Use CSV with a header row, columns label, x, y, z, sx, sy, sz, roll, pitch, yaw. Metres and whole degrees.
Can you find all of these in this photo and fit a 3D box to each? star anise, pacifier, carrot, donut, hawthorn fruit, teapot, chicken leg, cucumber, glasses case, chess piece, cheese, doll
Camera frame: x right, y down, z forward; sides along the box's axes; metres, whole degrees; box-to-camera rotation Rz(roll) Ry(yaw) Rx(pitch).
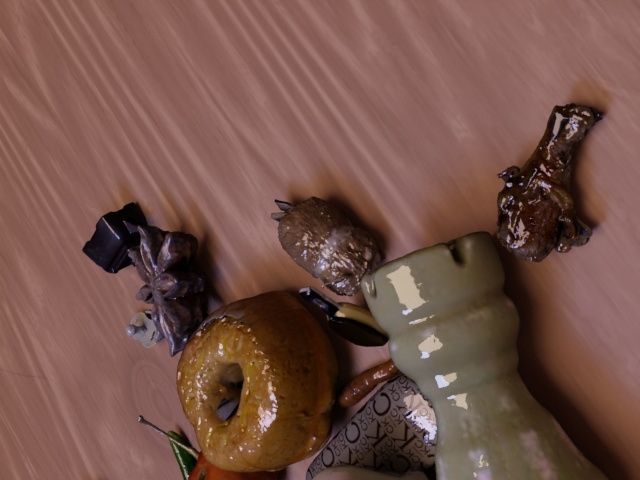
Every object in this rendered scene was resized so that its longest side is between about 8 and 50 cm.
label,x,y,z,sx,sy,sz,roll,pitch,yaw
star anise,-0.259,0.083,1.616,0.223,0.109,0.236,69,152,20
pacifier,-0.352,0.171,1.758,0.083,0.064,0.068,29,104,33
carrot,0.077,0.216,1.392,0.165,0.036,0.035,-44,72,39
donut,-0.108,0.236,1.477,0.299,0.150,0.317,32,119,44
hawthorn fruit,-0.209,0.405,1.617,0.285,0.165,0.165,28,121,22
teapot,-0.380,0.008,1.723,0.096,0.087,0.177,49,131,8
chicken leg,0.275,-0.070,1.099,0.125,0.080,0.196,8,101,31
cucumber,-0.259,0.451,1.774,0.039,0.039,0.168,-32,79,44
glasses case,0.089,0.330,1.378,0.137,0.085,0.354,49,130,17
chess piece,0.206,0.220,1.152,0.234,0.234,0.442,-28,80,44
cheese,0.031,0.110,1.330,0.086,0.162,0.036,-11,54,47
doll,-0.001,-0.007,1.352,0.221,0.115,0.105,47,125,34

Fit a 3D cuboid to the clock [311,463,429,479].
label,x,y,z,sx,sy,sz,roll,pitch,yaw
clock,0.072,0.450,1.326,0.309,0.284,0.114,126,154,-42
